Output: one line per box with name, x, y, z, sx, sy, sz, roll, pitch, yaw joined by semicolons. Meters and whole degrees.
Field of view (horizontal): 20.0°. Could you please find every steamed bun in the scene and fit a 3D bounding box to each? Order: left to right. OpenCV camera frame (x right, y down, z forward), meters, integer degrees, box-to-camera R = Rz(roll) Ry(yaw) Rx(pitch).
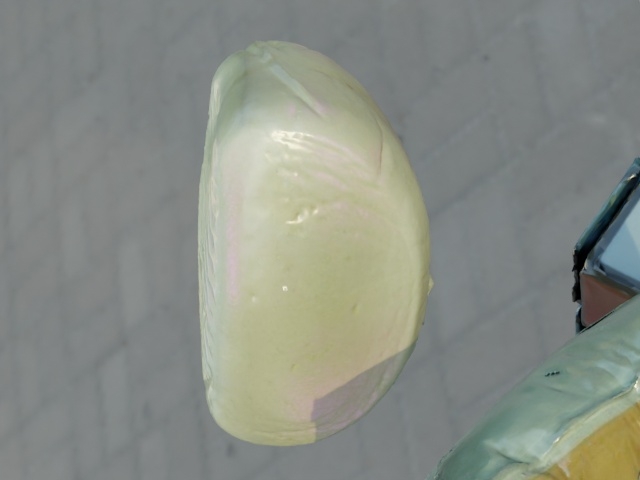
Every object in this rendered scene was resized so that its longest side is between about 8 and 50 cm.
steamed bun;0.000;0.000;1.131;0.170;0.153;0.238;-103;17;-61

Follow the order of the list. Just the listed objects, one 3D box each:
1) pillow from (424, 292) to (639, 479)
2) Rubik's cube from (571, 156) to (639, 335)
pillow;0.155;0.129;1.058;0.119;0.310;0.312;46;152;12
Rubik's cube;0.374;0.035;1.357;0.293;0.283;0.288;28;69;20
